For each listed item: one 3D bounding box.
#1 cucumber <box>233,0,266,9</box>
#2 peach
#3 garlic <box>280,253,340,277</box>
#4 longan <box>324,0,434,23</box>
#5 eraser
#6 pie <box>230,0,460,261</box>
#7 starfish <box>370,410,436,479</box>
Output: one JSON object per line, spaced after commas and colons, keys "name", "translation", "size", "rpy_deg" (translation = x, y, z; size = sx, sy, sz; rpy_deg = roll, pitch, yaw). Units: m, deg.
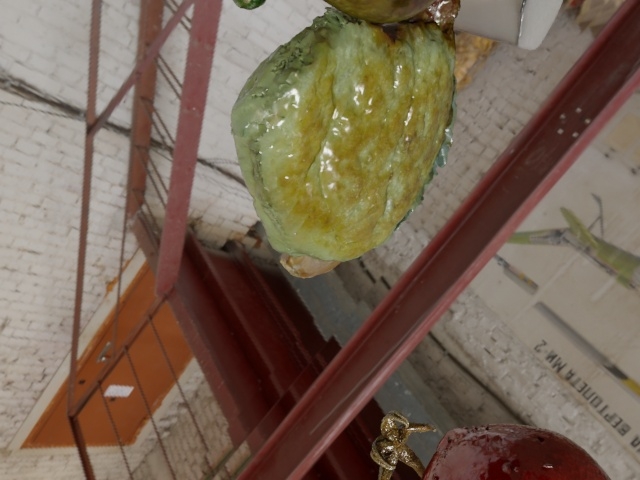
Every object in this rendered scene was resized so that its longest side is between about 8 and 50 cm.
{"name": "cucumber", "translation": [-0.085, -0.383, 0.745], "size": [0.074, 0.074, 0.241], "rpy_deg": [27, -129, -32]}
{"name": "peach", "translation": [0.297, 0.465, 0.873], "size": [0.370, 0.370, 0.370], "rpy_deg": [34, -163, -12]}
{"name": "garlic", "translation": [0.008, -0.006, 1.442], "size": [0.145, 0.245, 0.164], "rpy_deg": [47, -159, 6]}
{"name": "longan", "translation": [0.044, -0.241, 0.429], "size": [0.155, 0.145, 0.176], "rpy_deg": [4, -137, -34]}
{"name": "eraser", "translation": [0.252, -0.420, 0.899], "size": [0.095, 0.174, 0.270], "rpy_deg": [-6, -149, -37]}
{"name": "pie", "translation": [0.042, -0.155, 0.826], "size": [0.180, 0.395, 0.418], "rpy_deg": [26, -129, 31]}
{"name": "starfish", "translation": [0.189, 0.502, 1.328], "size": [0.146, 0.189, 0.074], "rpy_deg": [31, 160, -15]}
